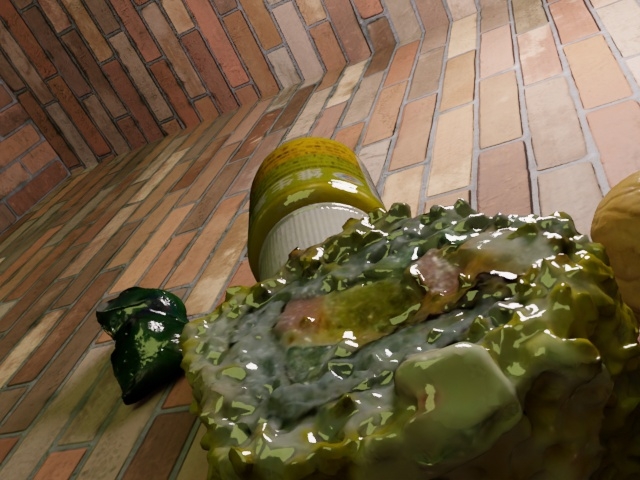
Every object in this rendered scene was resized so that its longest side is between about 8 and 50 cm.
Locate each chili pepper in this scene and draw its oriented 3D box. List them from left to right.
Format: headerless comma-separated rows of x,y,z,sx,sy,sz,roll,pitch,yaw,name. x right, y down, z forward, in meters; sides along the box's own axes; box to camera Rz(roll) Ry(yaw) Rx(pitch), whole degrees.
-0.306,0.150,1.046,0.148,0.116,0.264,-28,27,-6,chili pepper

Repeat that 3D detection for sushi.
0.088,0.133,0.554,0.396,0.240,0.351,-27,23,-7,sushi

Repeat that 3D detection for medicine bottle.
0.000,0.000,0.903,0.224,0.225,0.384,-25,28,6,medicine bottle

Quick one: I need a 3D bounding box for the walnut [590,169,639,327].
0.371,0.015,0.555,0.225,0.193,0.193,14,48,43,walnut
